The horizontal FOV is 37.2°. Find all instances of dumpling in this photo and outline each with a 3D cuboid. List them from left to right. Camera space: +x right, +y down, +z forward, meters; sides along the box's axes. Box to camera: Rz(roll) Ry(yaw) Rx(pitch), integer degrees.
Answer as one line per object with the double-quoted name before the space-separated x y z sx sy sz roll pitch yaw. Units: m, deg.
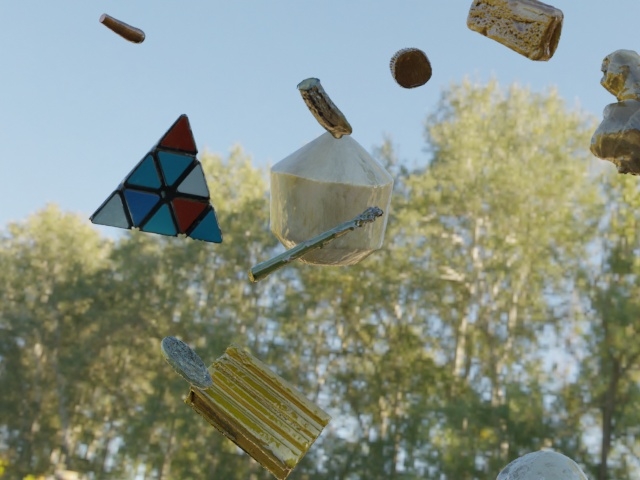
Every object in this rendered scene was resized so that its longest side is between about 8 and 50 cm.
"dumpling" 0.351 0.448 1.609 0.226 0.175 0.243 -14 -28 10

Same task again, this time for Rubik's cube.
"Rubik's cube" -0.350 -0.106 1.849 0.284 0.234 0.250 41 -42 22

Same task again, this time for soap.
"soap" -0.158 0.420 2.348 0.324 0.204 0.096 37 -46 10

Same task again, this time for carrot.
"carrot" -0.371 -0.397 1.788 0.093 0.032 0.032 23 -25 -40

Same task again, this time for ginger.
"ginger" 0.494 -0.130 1.374 0.148 0.334 0.081 -35 -19 -6

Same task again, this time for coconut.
"coconut" 0.025 -0.106 2.201 0.328 0.329 0.329 7 -20 3

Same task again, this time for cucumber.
"cucumber" 0.006 -0.163 1.210 0.033 0.034 0.135 1 -27 27

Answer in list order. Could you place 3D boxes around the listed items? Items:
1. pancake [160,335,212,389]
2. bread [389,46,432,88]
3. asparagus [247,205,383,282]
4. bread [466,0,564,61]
"pancake" -0.201 0.185 1.437 0.017 0.108 0.108 -43 -39 11
"bread" 0.175 -0.337 1.864 0.085 0.085 0.053 12 11 -11
"asparagus" 0.000 0.000 1.305 0.025 0.248 0.024 34 -43 36
"bread" 0.454 -0.515 2.214 0.077 0.139 0.271 0 26 -34
